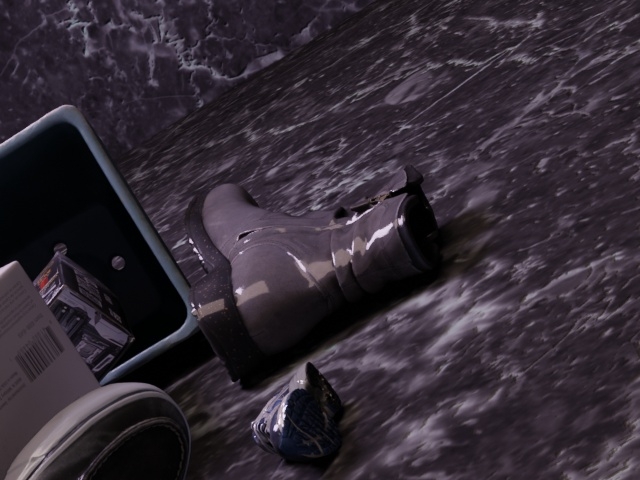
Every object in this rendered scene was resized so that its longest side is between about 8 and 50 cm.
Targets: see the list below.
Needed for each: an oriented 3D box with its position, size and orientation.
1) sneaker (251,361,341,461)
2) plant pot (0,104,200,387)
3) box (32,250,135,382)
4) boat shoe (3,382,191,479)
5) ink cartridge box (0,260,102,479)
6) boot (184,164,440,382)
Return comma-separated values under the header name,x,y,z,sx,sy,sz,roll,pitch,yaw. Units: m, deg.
name,x,y,z,sx,sy,sz,roll,pitch,yaw
sneaker,-0.020,0.134,1.260,0.058,0.052,0.135,-40,3,12
plant pot,-0.261,0.041,1.777,0.247,0.248,0.252,-32,-4,3
box,-0.288,0.160,1.512,0.307,0.076,0.242,-51,11,-2
boat shoe,-0.162,0.222,1.143,0.119,0.121,0.335,-10,35,42
ink cartridge box,-0.225,0.152,1.274,0.092,0.218,0.158,-24,15,37
boot,0.000,0.000,1.615,0.222,0.118,0.338,-28,24,5
